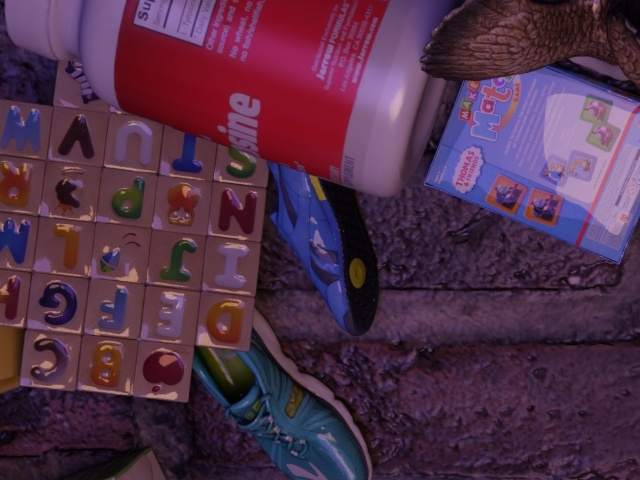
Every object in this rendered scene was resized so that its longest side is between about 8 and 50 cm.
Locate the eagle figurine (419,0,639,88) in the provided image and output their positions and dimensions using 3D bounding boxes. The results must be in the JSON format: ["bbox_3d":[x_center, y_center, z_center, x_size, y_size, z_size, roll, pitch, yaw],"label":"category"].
[{"bbox_3d":[0.242,-0.195,1.443,0.225,0.298,0.226,44,136,-11],"label":"eagle figurine"}]

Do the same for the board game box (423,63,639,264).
[{"bbox_3d":[0.229,-0.090,1.623,0.211,0.039,0.160,23,109,7],"label":"board game box"}]

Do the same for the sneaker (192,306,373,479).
[{"bbox_3d":[-0.059,0.180,1.733,0.107,0.110,0.275,-42,93,20],"label":"sneaker"}]

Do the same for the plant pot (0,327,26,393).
[{"bbox_3d":[-0.431,0.061,1.738,0.254,0.254,0.239,-19,84,18],"label":"plant pot"}]

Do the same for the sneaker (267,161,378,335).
[{"bbox_3d":[0.000,0.000,1.697,0.082,0.069,0.209,-9,104,32],"label":"sneaker"}]

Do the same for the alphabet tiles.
[{"bbox_3d":[-0.200,-0.014,1.664,0.285,0.011,0.343,7,83,-11],"label":"alphabet tiles"}]

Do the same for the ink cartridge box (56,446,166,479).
[{"bbox_3d":[-0.318,0.392,1.850,0.353,0.119,0.207,-22,96,18],"label":"ink cartridge box"}]

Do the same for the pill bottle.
[{"bbox_3d":[-0.081,-0.206,1.568,0.407,0.229,0.229,19,109,9],"label":"pill bottle"}]
